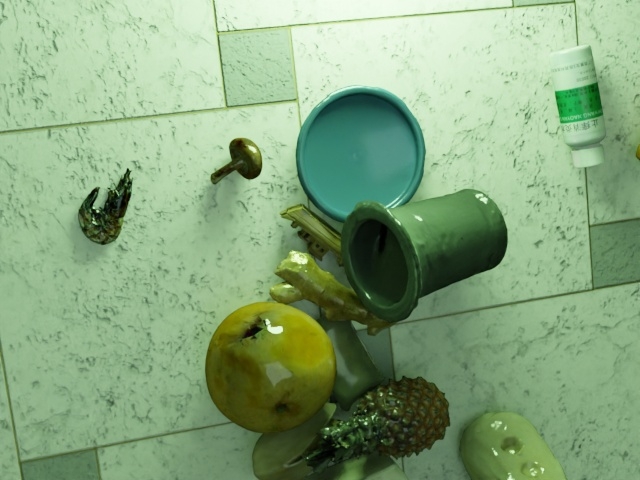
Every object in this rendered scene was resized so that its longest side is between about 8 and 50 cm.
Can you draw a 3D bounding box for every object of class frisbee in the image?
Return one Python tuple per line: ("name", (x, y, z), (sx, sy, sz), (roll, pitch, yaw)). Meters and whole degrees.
("frisbee", (0.082, -0.176, 1.830), (0.289, 0.049, 0.290), (-2, 96, -18))

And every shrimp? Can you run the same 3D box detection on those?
("shrimp", (-0.419, -0.072, 1.722), (0.091, 0.034, 0.161), (22, 92, -15))

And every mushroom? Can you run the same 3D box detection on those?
("mushroom", (-0.167, -0.155, 1.762), (0.129, 0.073, 0.088), (-27, 102, 29))

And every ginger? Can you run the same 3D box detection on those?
("ginger", (0.041, 0.115, 1.826), (0.298, 0.065, 0.118), (21, 90, -16))

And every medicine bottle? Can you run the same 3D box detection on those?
("medicine bottle", (0.566, -0.291, 1.920), (0.095, 0.095, 0.260), (-17, 101, -12))

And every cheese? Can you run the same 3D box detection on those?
("cheese", (0.426, 0.497, 1.924), (0.173, 0.251, 0.248), (-25, 87, -11))

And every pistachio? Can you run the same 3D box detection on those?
("pistachio", (-0.046, 0.423, 1.825), (0.223, 0.152, 0.126), (-35, 101, -28))

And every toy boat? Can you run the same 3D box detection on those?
("toy boat", (0.000, 0.000, 1.828), (0.206, 0.064, 0.072), (38, 103, -17))

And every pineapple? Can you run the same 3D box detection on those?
("pineapple", (0.117, 0.373, 1.781), (0.361, 0.175, 0.175), (-1, 99, -50))

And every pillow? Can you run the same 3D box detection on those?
("pillow", (0.047, 0.251, 1.871), (0.119, 0.053, 0.208), (-33, 97, -17))

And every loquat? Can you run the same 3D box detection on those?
("loquat", (-0.098, 0.252, 1.745), (0.263, 0.263, 0.263), (-2, 97, -14))

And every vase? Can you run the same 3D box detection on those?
("vase", (0.225, 0.014, 1.777), (0.291, 0.245, 0.245), (-15, 101, -31))

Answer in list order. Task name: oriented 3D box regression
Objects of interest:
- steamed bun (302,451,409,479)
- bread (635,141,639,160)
("steamed bun", (0.073, 0.567, 1.870), (0.241, 0.146, 0.164), (-19, 97, -11))
("bread", (0.796, -0.274, 1.990), (0.092, 0.074, 0.239), (25, 89, 0))
